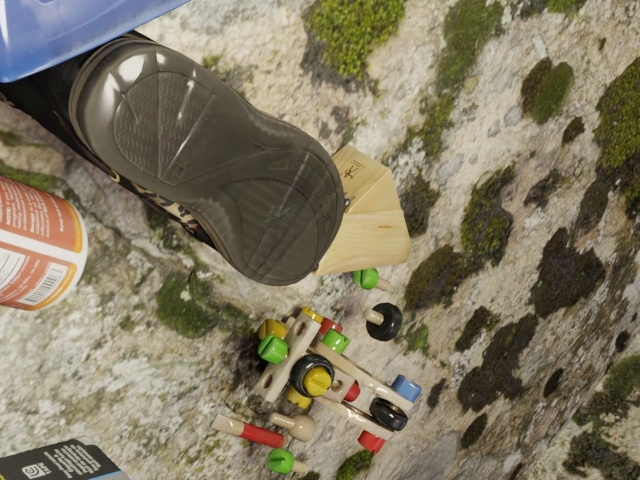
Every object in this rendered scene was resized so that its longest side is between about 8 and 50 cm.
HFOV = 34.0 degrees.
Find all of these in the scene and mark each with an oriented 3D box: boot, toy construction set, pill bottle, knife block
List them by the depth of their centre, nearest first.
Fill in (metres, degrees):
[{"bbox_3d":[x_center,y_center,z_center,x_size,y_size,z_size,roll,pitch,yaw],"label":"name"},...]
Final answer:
[{"bbox_3d":[-0.157,-0.106,0.964,0.138,0.284,0.377,-57,146,0],"label":"boot"},{"bbox_3d":[-0.330,-0.010,0.972,0.121,0.121,0.216,-59,148,3],"label":"pill bottle"},{"bbox_3d":[0.000,0.000,1.439,0.242,0.088,0.276,-44,145,-17],"label":"knife block"},{"bbox_3d":[-0.043,0.194,1.487,0.237,0.257,0.309,26,120,-39],"label":"toy construction set"}]

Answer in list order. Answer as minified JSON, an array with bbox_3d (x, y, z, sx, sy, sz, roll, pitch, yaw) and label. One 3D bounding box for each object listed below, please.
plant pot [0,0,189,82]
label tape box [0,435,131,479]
[{"bbox_3d":[-0.231,-0.274,0.760,0.236,0.236,0.212,-37,138,-42],"label":"plant pot"},{"bbox_3d":[-0.337,0.359,1.169,0.333,0.240,0.106,-6,123,-50],"label":"label tape box"}]
